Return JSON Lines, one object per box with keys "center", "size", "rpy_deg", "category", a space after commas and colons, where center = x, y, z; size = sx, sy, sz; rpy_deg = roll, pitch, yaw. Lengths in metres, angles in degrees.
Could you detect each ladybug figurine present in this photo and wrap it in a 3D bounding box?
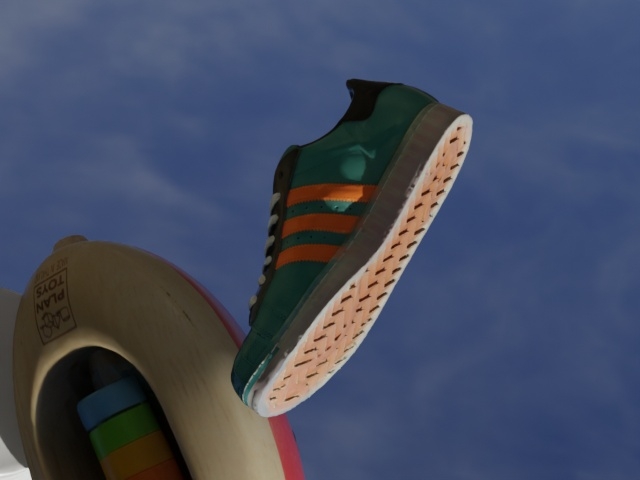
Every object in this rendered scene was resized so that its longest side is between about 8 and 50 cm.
{"center": [-0.141, 0.197, 1.820], "size": [0.305, 0.449, 0.162], "rpy_deg": [-27, 170, 41], "category": "ladybug figurine"}

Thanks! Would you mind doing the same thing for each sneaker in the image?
{"center": [0.000, 0.000, 1.551], "size": [0.121, 0.108, 0.302], "rpy_deg": [26, -109, 22], "category": "sneaker"}

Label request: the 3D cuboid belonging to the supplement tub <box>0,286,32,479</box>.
{"center": [-0.409, 0.184, 2.050], "size": [0.235, 0.235, 0.325], "rpy_deg": [-10, 168, -32], "category": "supplement tub"}
